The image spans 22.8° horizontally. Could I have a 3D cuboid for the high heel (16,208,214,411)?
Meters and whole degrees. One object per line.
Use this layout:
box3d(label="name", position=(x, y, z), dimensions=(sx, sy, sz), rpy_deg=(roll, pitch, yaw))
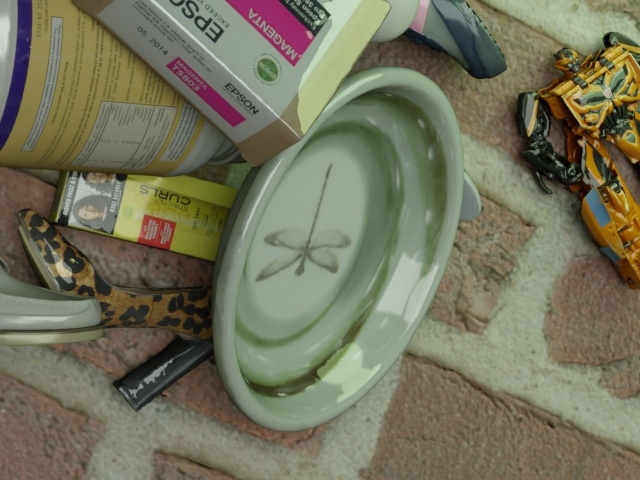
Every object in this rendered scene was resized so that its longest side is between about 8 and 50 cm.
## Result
box3d(label="high heel", position=(-0.188, 0.030, 1.660), dimensions=(0.186, 0.093, 0.261), rpy_deg=(-37, 116, -12))

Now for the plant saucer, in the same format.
box3d(label="plant saucer", position=(0.000, 0.000, 1.662), dimensions=(0.400, 0.100, 0.400), rpy_deg=(-34, 136, -40))

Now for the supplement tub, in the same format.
box3d(label="supplement tub", position=(-0.218, -0.185, 1.549), dimensions=(0.331, 0.241, 0.241), rpy_deg=(3, 92, -32))

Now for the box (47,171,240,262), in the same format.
box3d(label="box", position=(-0.166, -0.031, 1.685), dimensions=(0.232, 0.058, 0.087), rpy_deg=(15, 87, -19))

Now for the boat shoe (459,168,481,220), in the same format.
box3d(label="boat shoe", position=(0.141, -0.086, 1.797), dimensions=(0.142, 0.049, 0.040), rpy_deg=(53, 38, -19))

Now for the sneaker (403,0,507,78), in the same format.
box3d(label="sneaker", position=(0.064, -0.270, 1.740), dimensions=(0.319, 0.112, 0.131), rpy_deg=(44, 94, -10))

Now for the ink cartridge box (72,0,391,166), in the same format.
box3d(label="ink cartridge box", position=(-0.076, -0.218, 1.449), dimensions=(0.234, 0.088, 0.193), rpy_deg=(42, 57, -17))

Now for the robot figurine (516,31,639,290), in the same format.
box3d(label="robot figurine", position=(0.358, -0.100, 1.850), dimensions=(0.211, 0.085, 0.291), rpy_deg=(-36, 103, -15))

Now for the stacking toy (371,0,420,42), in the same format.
box3d(label="stacking toy", position=(-0.038, -0.409, 1.550), dimensions=(0.350, 0.350, 0.480), rpy_deg=(-35, 101, -15))

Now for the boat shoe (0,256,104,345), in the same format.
box3d(label="boat shoe", position=(-0.359, 0.043, 1.552), dimensions=(0.302, 0.113, 0.103), rpy_deg=(6, 90, 4))
